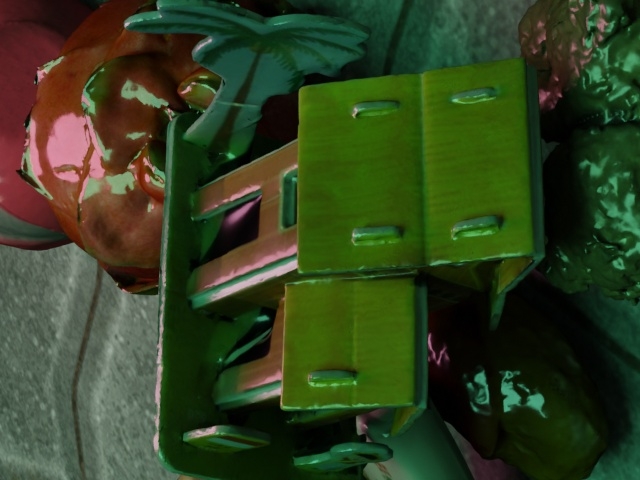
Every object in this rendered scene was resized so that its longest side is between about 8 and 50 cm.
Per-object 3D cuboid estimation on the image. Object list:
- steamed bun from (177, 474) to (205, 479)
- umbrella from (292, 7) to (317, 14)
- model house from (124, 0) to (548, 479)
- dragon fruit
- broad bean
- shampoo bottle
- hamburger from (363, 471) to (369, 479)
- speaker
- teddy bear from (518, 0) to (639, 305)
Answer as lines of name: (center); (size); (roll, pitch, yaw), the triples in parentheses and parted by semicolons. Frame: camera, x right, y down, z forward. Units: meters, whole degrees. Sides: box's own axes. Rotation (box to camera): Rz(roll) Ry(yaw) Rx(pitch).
steamed bun: (-0.108, 0.305, 1.742); (0.106, 0.192, 0.177); (21, 149, 14)
umbrella: (-0.057, -0.234, 1.633); (0.165, 0.025, 0.027); (27, 102, 36)
model house: (0.000, 0.000, 1.208); (0.323, 0.340, 0.300); (-23, 59, 45)
dragon fruit: (-0.098, -0.088, 1.520); (0.225, 0.305, 0.305); (9, 108, 43)
broad bean: (0.152, 0.124, 1.443); (0.228, 0.122, 0.156); (47, 137, 32)
shampoo bottle: (0.095, 0.231, 1.490); (0.153, 0.071, 0.284); (25, 148, 55)
hamburger: (0.002, 0.245, 1.634); (0.155, 0.135, 0.208); (22, 119, 44)
speaker: (-0.335, -0.131, 1.853); (0.294, 0.294, 0.294); (17, 114, 43)
teddy bear: (0.243, -0.081, 1.226); (0.267, 0.156, 0.256); (-4, 89, 40)
